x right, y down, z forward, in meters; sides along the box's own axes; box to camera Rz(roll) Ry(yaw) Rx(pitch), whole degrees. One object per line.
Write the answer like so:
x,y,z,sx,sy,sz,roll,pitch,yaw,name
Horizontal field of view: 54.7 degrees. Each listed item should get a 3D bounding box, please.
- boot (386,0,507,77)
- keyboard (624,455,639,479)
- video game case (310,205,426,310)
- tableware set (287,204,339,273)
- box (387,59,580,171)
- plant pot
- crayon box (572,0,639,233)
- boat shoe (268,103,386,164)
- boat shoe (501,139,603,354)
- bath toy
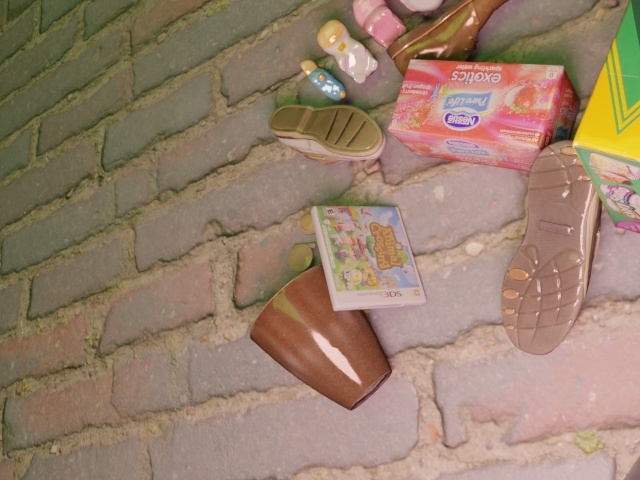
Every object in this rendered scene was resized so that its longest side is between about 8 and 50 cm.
0.294,-0.426,1.262,0.305,0.112,0.115,-31,90,18,boot
0.511,0.418,0.864,0.201,0.033,0.317,32,95,37,keyboard
0.091,0.029,1.187,0.023,0.193,0.213,128,135,-53,video game case
0.000,0.000,1.353,0.141,0.020,0.169,8,78,34,tableware set
0.298,-0.230,1.147,0.299,0.142,0.154,16,85,37,box
0.019,0.200,1.178,0.230,0.215,0.215,46,103,21,plant pot
0.491,-0.196,0.867,0.106,0.363,0.313,20,87,36,crayon box
0.026,-0.227,1.356,0.302,0.103,0.113,22,75,38,boat shoe
0.397,0.017,1.006,0.132,0.130,0.356,23,112,40,boat shoe
0.113,-0.475,1.369,0.348,0.151,0.129,-41,22,16,bath toy
